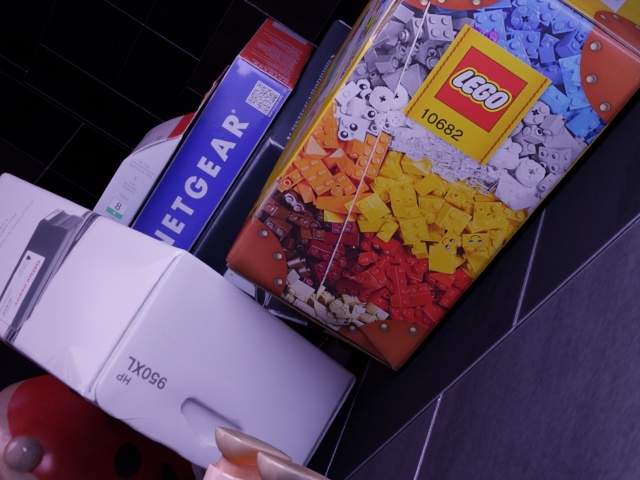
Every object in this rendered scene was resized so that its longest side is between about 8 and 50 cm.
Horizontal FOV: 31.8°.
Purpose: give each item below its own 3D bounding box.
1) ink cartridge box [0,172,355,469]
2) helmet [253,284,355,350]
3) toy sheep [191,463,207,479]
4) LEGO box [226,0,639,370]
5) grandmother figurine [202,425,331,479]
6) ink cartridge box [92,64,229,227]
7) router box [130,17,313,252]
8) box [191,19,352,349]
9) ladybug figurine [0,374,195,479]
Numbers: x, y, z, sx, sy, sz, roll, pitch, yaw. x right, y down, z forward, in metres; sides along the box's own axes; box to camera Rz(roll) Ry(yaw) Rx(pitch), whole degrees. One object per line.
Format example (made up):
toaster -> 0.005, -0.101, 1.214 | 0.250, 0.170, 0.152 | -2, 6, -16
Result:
ink cartridge box -> -0.199, 0.097, 1.208 | 0.395, 0.285, 0.166 | 20, 75, 49
helmet -> 0.010, 0.026, 1.245 | 0.169, 0.169, 0.161 | 152, 139, -77
toy sheep -> -0.120, 0.271, 1.386 | 0.132, 0.091, 0.091 | -19, 36, 50
LEGO box -> 0.131, -0.176, 1.120 | 0.372, 0.193, 0.500 | -54, 8, 32
grandmother figurine -> -0.095, 0.321, 0.830 | 0.208, 0.104, 0.342 | 16, 80, 59
ink cartridge box -> -0.203, -0.132, 1.437 | 0.224, 0.056, 0.181 | -58, 8, 14
router box -> -0.144, -0.128, 1.567 | 0.335, 0.082, 0.301 | -55, 7, 20
box -> -0.003, -0.070, 1.549 | 0.293, 0.212, 0.395 | -54, 8, 34
ladybug figurine -> -0.284, 0.302, 1.506 | 0.162, 0.305, 0.449 | -35, -19, 1
